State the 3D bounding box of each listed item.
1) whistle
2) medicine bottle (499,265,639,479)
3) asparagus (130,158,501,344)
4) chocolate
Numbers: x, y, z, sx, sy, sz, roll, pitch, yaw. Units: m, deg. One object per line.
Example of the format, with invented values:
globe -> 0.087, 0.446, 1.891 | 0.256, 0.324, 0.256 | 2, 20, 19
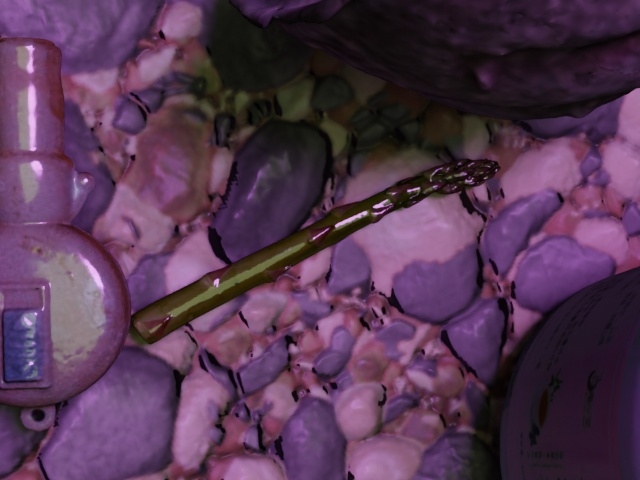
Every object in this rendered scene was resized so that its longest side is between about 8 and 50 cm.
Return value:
whistle -> -0.161, -0.001, 0.463 | 0.107, 0.057, 0.220 | 0, 91, -5
medicine bottle -> 0.257, 0.103, 0.400 | 0.245, 0.290, 0.245 | 4, 74, -13
asparagus -> 0.000, 0.000, 0.511 | 0.248, 0.024, 0.025 | -26, 140, -8
chocolate -> 0.123, -0.173, 0.411 | 0.213, 0.303, 0.303 | 31, 87, -30
